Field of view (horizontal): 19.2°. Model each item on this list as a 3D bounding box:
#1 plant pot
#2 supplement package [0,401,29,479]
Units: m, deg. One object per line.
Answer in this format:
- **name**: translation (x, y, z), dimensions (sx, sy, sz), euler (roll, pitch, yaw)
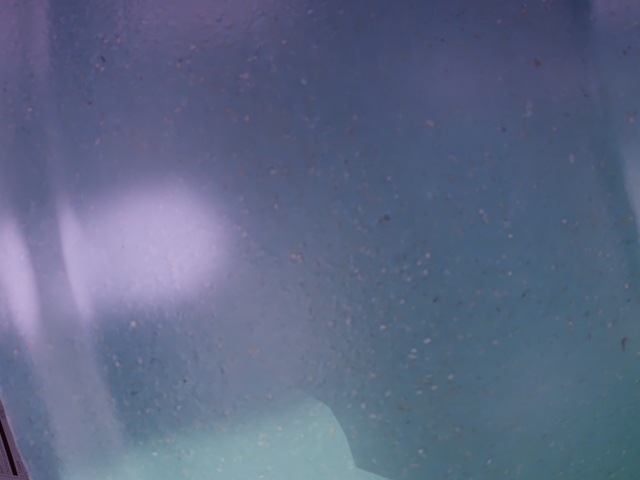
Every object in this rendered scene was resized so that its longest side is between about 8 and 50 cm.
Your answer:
- **plant pot**: translation (0.037, -0.010, 0.615), dimensions (0.196, 0.293, 0.293), euler (-13, 150, 17)
- **supplement package**: translation (-0.251, 0.139, 0.946), dimensions (0.203, 0.149, 0.194), euler (14, 118, -33)
